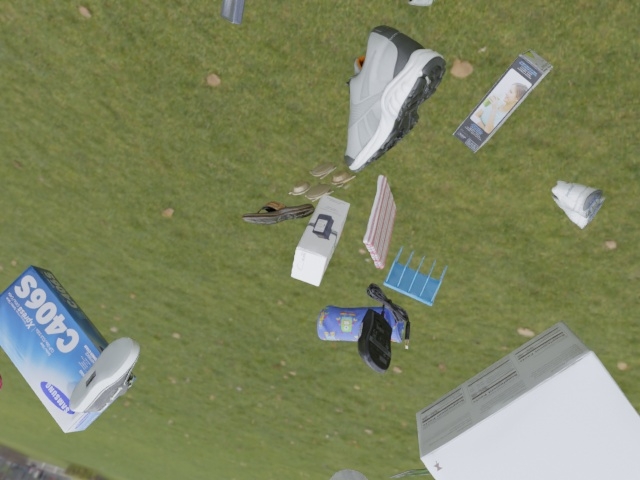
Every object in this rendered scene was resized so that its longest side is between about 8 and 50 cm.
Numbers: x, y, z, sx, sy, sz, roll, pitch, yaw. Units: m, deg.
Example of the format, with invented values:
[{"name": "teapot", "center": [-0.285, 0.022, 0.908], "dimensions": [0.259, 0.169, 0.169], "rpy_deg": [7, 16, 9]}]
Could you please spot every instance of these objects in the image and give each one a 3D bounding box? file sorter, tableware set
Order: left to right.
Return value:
[{"name": "tableware set", "center": [0.002, -0.149, 1.500], "dimensions": [0.169, 0.141, 0.020], "rpy_deg": [29, 149, 54]}, {"name": "file sorter", "center": [0.313, 0.109, 1.930], "dimensions": [0.170, 0.118, 0.104], "rpy_deg": [23, 131, 10]}]

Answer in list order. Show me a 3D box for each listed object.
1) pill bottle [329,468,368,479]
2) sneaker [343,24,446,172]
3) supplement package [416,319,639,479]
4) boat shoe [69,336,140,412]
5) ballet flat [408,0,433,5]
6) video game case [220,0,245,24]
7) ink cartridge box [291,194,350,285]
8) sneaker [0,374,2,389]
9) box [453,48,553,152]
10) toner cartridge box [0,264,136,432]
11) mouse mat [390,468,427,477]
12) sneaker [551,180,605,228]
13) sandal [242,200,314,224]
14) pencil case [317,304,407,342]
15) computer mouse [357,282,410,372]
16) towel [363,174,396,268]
[{"name": "pill bottle", "center": [0.057, 0.674, 1.433], "dimensions": [0.137, 0.136, 0.245], "rpy_deg": [12, 122, 9]}, {"name": "sneaker", "center": [0.082, -0.194, 0.837], "dimensions": [0.108, 0.100, 0.271], "rpy_deg": [45, 154, 9]}, {"name": "supplement package", "center": [0.300, 0.280, 0.820], "dimensions": [0.262, 0.145, 0.204], "rpy_deg": [-36, 92, 11]}, {"name": "boat shoe", "center": [-0.409, 0.267, 1.166], "dimensions": [0.070, 0.077, 0.219], "rpy_deg": [26, 122, -39]}, {"name": "ballet flat", "center": [0.210, -0.598, 1.232], "dimensions": [0.068, 0.072, 0.213], "rpy_deg": [-2, 126, 2]}, {"name": "video game case", "center": [-0.205, -0.635, 1.434], "dimensions": [0.026, 0.274, 0.196], "rpy_deg": [6, 111, -17]}, {"name": "ink cartridge box", "center": [0.000, 0.000, 1.883], "dimensions": [0.100, 0.237, 0.172], "rpy_deg": [21, 144, 6]}, {"name": "sneaker", "center": [-0.682, 0.273, 0.964], "dimensions": [0.299, 0.111, 0.121], "rpy_deg": [-12, 171, -18]}, {"name": "box", "center": [0.527, -0.405, 1.714], "dimensions": [0.087, 0.169, 0.290], "rpy_deg": [43, 126, 7]}, {"name": "toner cartridge box", "center": [-0.583, 0.234, 1.308], "dimensions": [0.348, 0.165, 0.075], "rpy_deg": [44, 178, 16]}, {"name": "mouse mat", "center": [0.296, 0.615, 1.576], "dimensions": [0.190, 0.007, 0.152], "rpy_deg": [1, 152, -17]}, {"name": "sneaker", "center": [0.762, -0.121, 1.760], "dimensions": [0.129, 0.111, 0.297], "rpy_deg": [34, -177, 26]}, {"name": "sandal", "center": [-0.128, -0.091, 1.786], "dimensions": [0.220, 0.060, 0.090], "rpy_deg": [-12, 167, -4]}, {"name": "pencil case", "center": [0.142, 0.285, 2.047], "dimensions": [0.306, 0.133, 0.119], "rpy_deg": [-3, -178, 19]}, {"name": "computer mouse", "center": [0.165, 0.256, 1.554], "dimensions": [0.060, 0.262, 0.184], "rpy_deg": [-30, 124, 33]}, {"name": "towel", "center": [0.121, -0.033, 1.226], "dimensions": [0.029, 0.144, 0.197], "rpy_deg": [9, 164, 17]}]
